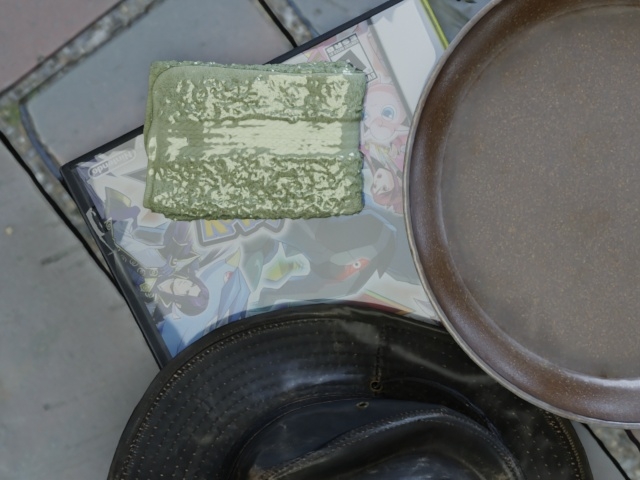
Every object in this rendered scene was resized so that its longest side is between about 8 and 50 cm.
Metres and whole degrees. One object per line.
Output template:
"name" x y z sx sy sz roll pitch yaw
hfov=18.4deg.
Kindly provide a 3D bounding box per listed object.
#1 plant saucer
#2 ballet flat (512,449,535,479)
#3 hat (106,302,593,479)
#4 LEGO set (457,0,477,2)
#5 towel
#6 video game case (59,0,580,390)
"plant saucer" 0.203 -0.033 1.296 0.310 0.050 0.311 0 89 -8
"ballet flat" 0.043 0.173 1.338 0.221 0.077 0.079 -6 76 -1
"hat" 0.031 0.179 1.224 0.331 0.134 0.331 2 77 -8
"LEGO set" 0.080 -0.194 1.323 0.083 0.023 0.054 39 96 -1
"towel" -0.044 -0.065 1.304 0.148 0.027 0.110 1 96 3
"video game case" 0.000 0.000 1.338 0.274 0.035 0.248 -26 93 5
